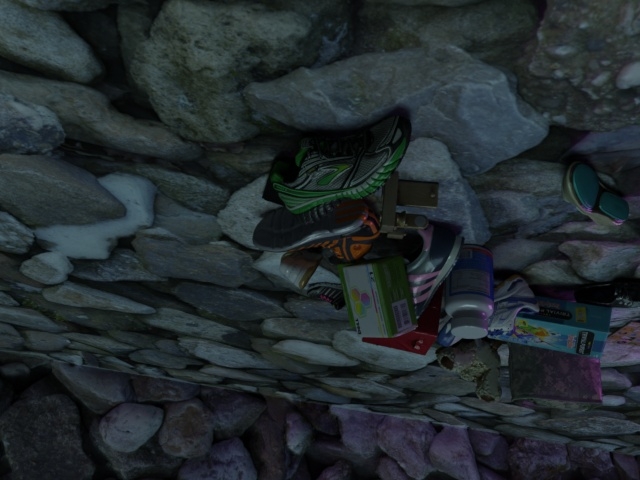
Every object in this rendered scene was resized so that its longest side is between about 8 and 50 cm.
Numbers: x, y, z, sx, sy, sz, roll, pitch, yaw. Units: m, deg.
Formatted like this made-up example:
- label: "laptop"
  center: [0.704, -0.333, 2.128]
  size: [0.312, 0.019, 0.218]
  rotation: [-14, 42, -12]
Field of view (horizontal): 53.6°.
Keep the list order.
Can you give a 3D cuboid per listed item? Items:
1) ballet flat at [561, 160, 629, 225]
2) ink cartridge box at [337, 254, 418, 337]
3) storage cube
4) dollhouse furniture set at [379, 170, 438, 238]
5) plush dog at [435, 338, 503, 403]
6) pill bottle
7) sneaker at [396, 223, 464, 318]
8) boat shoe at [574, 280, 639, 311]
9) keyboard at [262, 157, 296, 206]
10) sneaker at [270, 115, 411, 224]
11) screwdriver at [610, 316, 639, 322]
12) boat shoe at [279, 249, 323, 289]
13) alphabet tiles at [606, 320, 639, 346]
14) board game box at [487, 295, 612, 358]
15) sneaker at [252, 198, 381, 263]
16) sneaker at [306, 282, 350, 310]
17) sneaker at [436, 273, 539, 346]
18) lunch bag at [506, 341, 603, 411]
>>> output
- label: "ballet flat"
  center: [0.551, -0.091, 1.319]
  size: [0.249, 0.086, 0.086]
  rotation: [28, 147, -36]
- label: "ink cartridge box"
  center: [0.110, 0.148, 1.624]
  size: [0.097, 0.188, 0.255]
  rotation: [-14, -178, -38]
- label: "storage cube"
  center: [0.233, 0.198, 1.809]
  size: [0.193, 0.214, 0.183]
  rotation: [12, 154, 3]
- label: "dollhouse furniture set"
  center: [0.190, -0.075, 1.316]
  size: [0.123, 0.143, 0.151]
  rotation: [5, 168, 3]
- label: "plush dog"
  center: [0.541, 0.429, 2.262]
  size: [0.262, 0.210, 0.225]
  rotation: [39, 164, -2]
- label: "pill bottle"
  center: [0.381, 0.134, 1.629]
  size: [0.125, 0.221, 0.124]
  rotation: [6, 153, 3]
- label: "sneaker"
  center: [0.233, 0.094, 1.611]
  size: [0.131, 0.112, 0.318]
  rotation: [27, 112, -2]
- label: "boat shoe"
  center: [0.802, 0.143, 1.715]
  size: [0.229, 0.080, 0.076]
  rotation: [-5, 153, 38]
- label: "keyboard"
  center: [-0.068, -0.127, 1.451]
  size: [0.108, 0.023, 0.180]
  rotation: [18, 153, -6]
- label: "sneaker"
  center: [0.033, -0.152, 1.260]
  size: [0.344, 0.134, 0.146]
  rotation: [-27, 118, 35]
- label: "screwdriver"
  center: [0.899, 0.251, 1.962]
  size: [0.170, 0.024, 0.025]
  rotation: [-15, 176, 24]
- label: "boat shoe"
  center: [-0.058, 0.061, 1.681]
  size: [0.096, 0.098, 0.277]
  rotation: [31, -179, 2]
- label: "alphabet tiles"
  center: [1.048, 0.298, 2.022]
  size: [0.199, 0.009, 0.237]
  rotation: [8, 153, -1]
- label: "board game box"
  center: [0.657, 0.246, 1.861]
  size: [0.336, 0.079, 0.253]
  rotation: [9, 158, 23]
- label: "sneaker"
  center: [0.000, 0.000, 1.568]
  size: [0.321, 0.124, 0.180]
  rotation: [-8, 148, 26]
- label: "sneaker"
  center: [0.038, 0.177, 1.956]
  size: [0.171, 0.074, 0.063]
  rotation: [2, 153, 10]
- label: "sneaker"
  center: [0.458, 0.216, 1.718]
  size: [0.297, 0.131, 0.112]
  rotation: [-33, 164, -4]
- label: "lunch bag"
  center: [0.762, 0.432, 2.102]
  size: [0.287, 0.235, 0.169]
  rotation: [5, 156, 4]
